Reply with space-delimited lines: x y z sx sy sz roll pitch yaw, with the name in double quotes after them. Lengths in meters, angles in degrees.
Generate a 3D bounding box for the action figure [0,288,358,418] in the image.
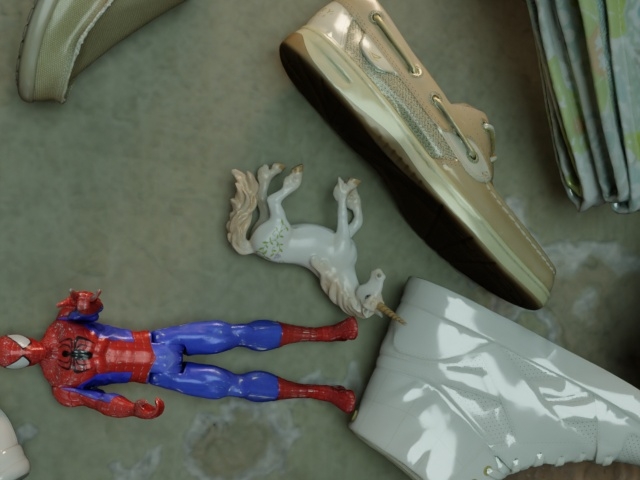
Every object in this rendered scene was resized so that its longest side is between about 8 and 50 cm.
-0.102 0.088 0.897 0.280 0.139 0.092 3 85 -13 "action figure"

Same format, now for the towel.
0.324 -0.231 0.996 0.374 0.090 0.321 -29 118 -23 "towel"

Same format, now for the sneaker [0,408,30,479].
-0.325 0.176 0.865 0.212 0.080 0.094 -24 82 -22 "sneaker"

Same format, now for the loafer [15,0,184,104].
-0.137 -0.208 0.918 0.092 0.102 0.268 33 78 -5 "loafer"

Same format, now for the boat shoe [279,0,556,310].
0.099 -0.074 0.976 0.098 0.109 0.302 -43 93 -13 "boat shoe"

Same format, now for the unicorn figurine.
0.000 0.000 0.972 0.161 0.060 0.111 11 84 2 "unicorn figurine"

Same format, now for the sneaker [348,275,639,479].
0.167 0.167 0.986 0.292 0.108 0.169 27 83 -5 "sneaker"
